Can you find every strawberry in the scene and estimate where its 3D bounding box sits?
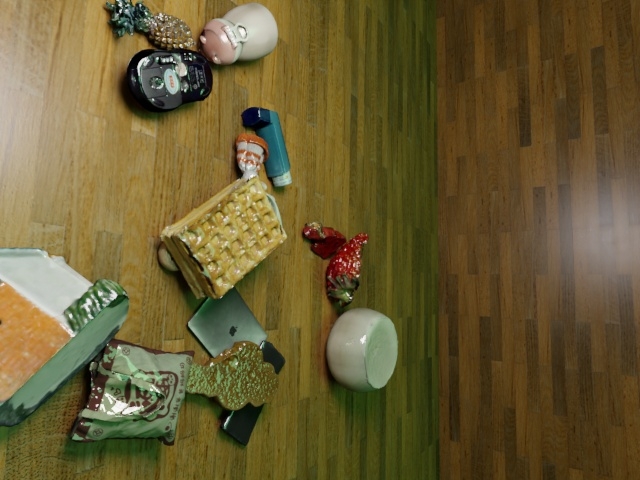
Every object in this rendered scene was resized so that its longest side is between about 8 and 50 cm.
[{"bbox_3d":[0.099,0.098,1.650,0.307,0.137,0.234,-74,175,-47],"label":"strawberry"}]

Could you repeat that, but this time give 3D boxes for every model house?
[{"bbox_3d":[-0.535,0.116,0.726,0.300,0.190,0.271,42,59,-4],"label":"model house"}]

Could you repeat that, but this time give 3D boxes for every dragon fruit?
[{"bbox_3d":[-0.007,-0.016,1.571,0.192,0.122,0.092,20,31,-50],"label":"dragon fruit"}]

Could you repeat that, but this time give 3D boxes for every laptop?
[{"bbox_3d":[-0.257,0.260,1.209,0.188,0.015,0.269,-57,132,-41],"label":"laptop"}]

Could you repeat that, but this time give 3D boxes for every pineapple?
[{"bbox_3d":[-0.395,-0.508,1.012,0.221,0.083,0.104,-3,93,-55],"label":"pineapple"}]

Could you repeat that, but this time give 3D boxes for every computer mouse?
[{"bbox_3d":[-0.369,-0.390,1.018,0.233,0.096,0.138,-30,131,-48],"label":"computer mouse"}]

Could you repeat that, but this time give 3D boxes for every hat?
[{"bbox_3d":[-0.207,-0.225,1.235,0.112,0.093,0.163,43,46,-48],"label":"hat"}]

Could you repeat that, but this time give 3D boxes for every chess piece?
[{"bbox_3d":[-0.365,0.035,1.052,0.083,0.038,0.084,8,79,-53],"label":"chess piece"}]

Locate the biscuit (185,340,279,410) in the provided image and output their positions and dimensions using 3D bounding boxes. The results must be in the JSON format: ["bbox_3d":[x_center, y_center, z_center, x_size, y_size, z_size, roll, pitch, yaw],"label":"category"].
[{"bbox_3d":[-0.245,0.371,1.152,0.319,0.047,0.184,10,73,-45],"label":"biscuit"}]

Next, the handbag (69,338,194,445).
[{"bbox_3d":[-0.390,0.332,0.914,0.235,0.127,0.213,30,65,-48],"label":"handbag"}]

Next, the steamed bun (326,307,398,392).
[{"bbox_3d":[0.149,0.417,1.617,0.324,0.206,0.325,1,89,-54],"label":"steamed bun"}]

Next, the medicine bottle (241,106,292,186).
[{"bbox_3d":[-0.159,-0.298,1.340,0.124,0.079,0.259,-40,121,-55],"label":"medicine bottle"}]

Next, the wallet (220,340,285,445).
[{"bbox_3d":[-0.196,0.451,1.262,0.146,0.030,0.286,61,42,-40],"label":"wallet"}]

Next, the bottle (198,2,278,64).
[{"bbox_3d":[-0.242,-0.573,1.190,0.236,0.147,0.148,-46,124,-41],"label":"bottle"}]

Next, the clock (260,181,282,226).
[{"bbox_3d":[-0.193,-0.081,1.287,0.151,0.062,0.191,-26,108,-52],"label":"clock"}]

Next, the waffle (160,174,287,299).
[{"bbox_3d":[-0.242,-0.013,1.102,0.308,0.091,0.213,-47,121,-42],"label":"waffle"}]
